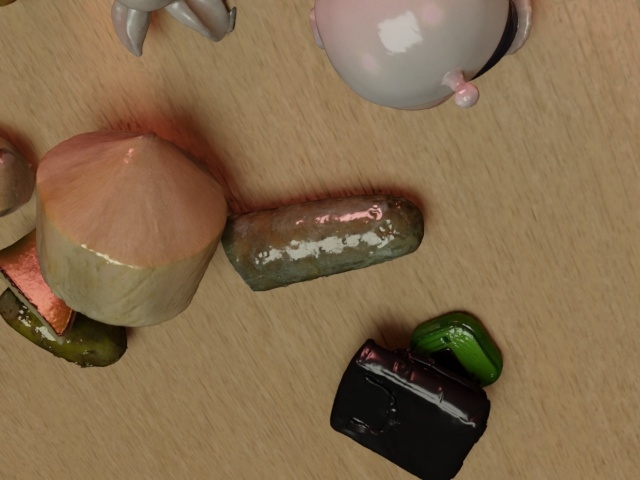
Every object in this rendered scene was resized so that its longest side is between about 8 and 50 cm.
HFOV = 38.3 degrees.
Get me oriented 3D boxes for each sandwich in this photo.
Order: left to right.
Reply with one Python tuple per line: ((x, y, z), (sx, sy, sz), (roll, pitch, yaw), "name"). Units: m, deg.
((-0.448, 0.061, 1.596), (0.193, 0.162, 0.058), (46, 154, 13), "sandwich")

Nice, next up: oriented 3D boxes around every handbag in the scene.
((0.143, 0.285, 1.524), (0.244, 0.088, 0.275), (26, 145, 9), "handbag")

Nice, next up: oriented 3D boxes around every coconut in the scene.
((-0.558, -0.104, 1.532), (0.152, 0.147, 0.147), (-27, 109, 33), "coconut")
((-0.287, -0.034, 1.386), (0.328, 0.329, 0.329), (9, 124, 15), "coconut")

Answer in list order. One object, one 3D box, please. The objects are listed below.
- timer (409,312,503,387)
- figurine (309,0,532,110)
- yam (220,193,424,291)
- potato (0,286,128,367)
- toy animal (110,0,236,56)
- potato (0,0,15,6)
((0.219, 0.187, 1.489), (0.128, 0.047, 0.140), (-25, 110, 32), "timer")
((0.068, -0.317, 1.123), (0.253, 0.211, 0.361), (-31, 105, 33), "figurine")
((0.000, 0.000, 1.408), (0.330, 0.133, 0.133), (-9, 117, 22), "yam")
((-0.468, 0.153, 1.664), (0.251, 0.149, 0.113), (21, 92, -12), "potato")
((-0.218, -0.403, 1.218), (0.208, 0.154, 0.325), (-9, 141, 2), "toy animal")
((-0.482, -0.412, 1.309), (0.203, 0.178, 0.158), (-4, 139, -6), "potato")
